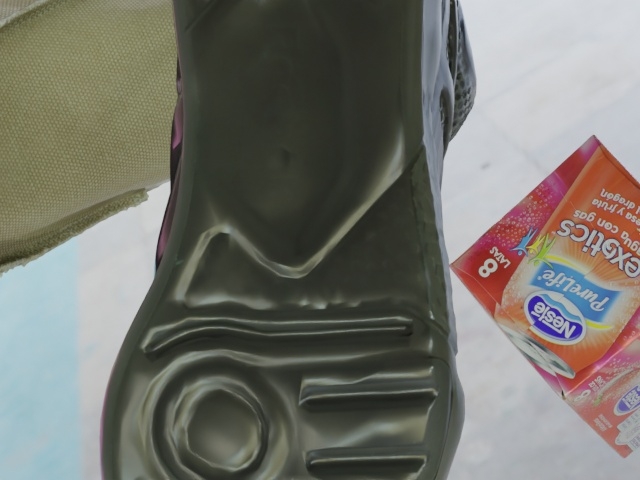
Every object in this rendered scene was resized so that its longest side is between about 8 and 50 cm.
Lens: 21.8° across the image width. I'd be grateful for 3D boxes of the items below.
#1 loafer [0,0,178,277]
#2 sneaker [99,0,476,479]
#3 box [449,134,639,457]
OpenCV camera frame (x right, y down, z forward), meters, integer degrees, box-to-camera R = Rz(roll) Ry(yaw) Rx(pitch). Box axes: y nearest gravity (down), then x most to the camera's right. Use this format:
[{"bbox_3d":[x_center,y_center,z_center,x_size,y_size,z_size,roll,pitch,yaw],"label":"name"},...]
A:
[{"bbox_3d":[-0.088,-0.063,0.670,0.092,0.102,0.268,-2,23,30],"label":"loafer"},{"bbox_3d":[0.000,0.000,0.436,0.087,0.228,0.130,1,-5,11],"label":"sneaker"},{"bbox_3d":[0.196,0.047,1.120,0.128,0.123,0.257,-42,-24,4],"label":"box"}]
